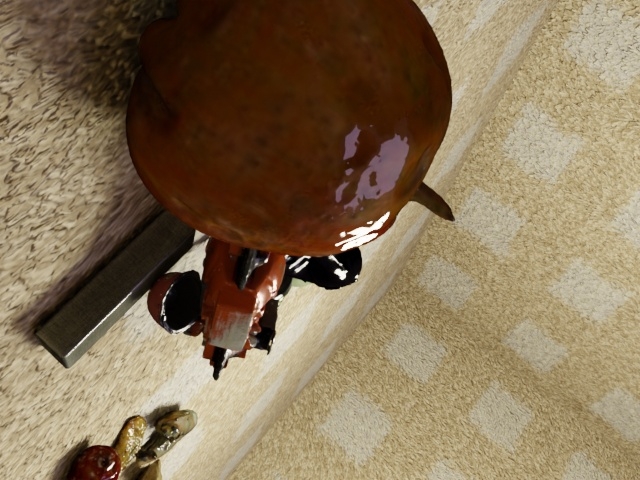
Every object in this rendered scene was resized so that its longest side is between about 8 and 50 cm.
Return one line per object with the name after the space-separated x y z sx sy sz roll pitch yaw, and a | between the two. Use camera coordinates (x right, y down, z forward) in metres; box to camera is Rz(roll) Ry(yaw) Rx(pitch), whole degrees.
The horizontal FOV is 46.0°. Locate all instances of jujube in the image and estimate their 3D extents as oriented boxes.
-0.365 0.378 1.207 0.077 0.077 0.129 -37 166 -53 | jujube

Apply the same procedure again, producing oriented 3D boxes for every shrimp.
-0.316 0.390 1.487 0.145 0.059 0.254 -43 173 -1 | shrimp

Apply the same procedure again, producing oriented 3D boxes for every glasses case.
-0.225 0.050 0.846 0.205 0.047 0.071 -48 176 -24 | glasses case

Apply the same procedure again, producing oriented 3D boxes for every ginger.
-0.384 0.562 1.656 0.148 0.081 0.333 -49 168 -39 | ginger

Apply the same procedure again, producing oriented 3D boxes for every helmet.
-0.171 0.062 0.863 0.065 0.049 0.084 -28 134 -47 | helmet

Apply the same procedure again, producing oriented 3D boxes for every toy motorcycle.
-0.095 0.026 0.933 0.325 0.148 0.221 112 -10 -51 | toy motorcycle

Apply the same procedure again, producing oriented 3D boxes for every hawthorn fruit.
-0.002 -0.104 0.645 0.277 0.298 0.277 -53 -178 3 | hawthorn fruit

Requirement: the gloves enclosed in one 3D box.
-0.022 -0.023 1.113 0.152 0.197 0.301 -24 144 -10 | gloves

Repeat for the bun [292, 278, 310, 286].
0.000 0.000 1.394 0.212 0.126 0.204 -55 167 14 | bun

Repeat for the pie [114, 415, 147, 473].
-0.353 0.380 1.361 0.170 0.034 0.092 -62 165 13 | pie

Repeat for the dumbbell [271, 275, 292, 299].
-0.130 0.099 1.257 0.110 0.110 0.254 -42 171 -43 | dumbbell

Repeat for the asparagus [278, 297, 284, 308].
-0.098 0.144 1.686 0.248 0.024 0.025 -57 -149 18 | asparagus
